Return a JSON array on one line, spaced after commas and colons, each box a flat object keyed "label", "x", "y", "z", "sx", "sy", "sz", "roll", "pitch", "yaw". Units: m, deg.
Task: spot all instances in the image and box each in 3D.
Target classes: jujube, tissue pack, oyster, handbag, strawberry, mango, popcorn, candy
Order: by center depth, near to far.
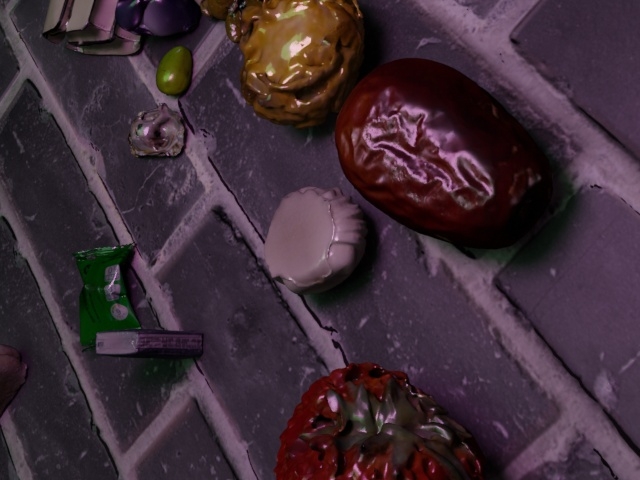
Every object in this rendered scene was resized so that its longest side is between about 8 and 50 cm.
[{"label": "strawberry", "x": 0.070, "y": 0.351, "z": 1.143, "sx": 0.312, "sy": 0.267, "sz": 0.351, "roll": -118, "pitch": 28, "yaw": -60}, {"label": "jujube", "x": 0.166, "y": -0.120, "z": 1.196, "sx": 0.318, "sy": 0.223, "sz": 0.223, "roll": 40, "pitch": 104, "yaw": 34}, {"label": "popcorn", "x": -0.034, "y": -0.312, "z": 1.415, "sx": 0.250, "sy": 0.190, "sz": 0.250, "roll": -17, "pitch": 61, "yaw": 34}, {"label": "tissue pack", "x": -0.300, "y": 0.183, "z": 1.518, "sx": 0.112, "sy": 0.156, "sz": 0.051, "roll": -8, "pitch": 78, "yaw": 37}, {"label": "candy", "x": -0.428, "y": 0.107, "z": 1.694, "sx": 0.141, "sy": 0.078, "sz": 0.203, "roll": -19, "pitch": 72, "yaw": 34}, {"label": "mango", "x": -0.290, "y": -0.339, "z": 1.714, "sx": 0.073, "sy": 0.056, "sz": 0.108, "roll": 9, "pitch": 72, "yaw": 36}, {"label": "oyster", "x": -0.334, "y": -0.217, "z": 1.717, "sx": 0.166, "sy": 0.053, "sz": 0.108, "roll": -2, "pitch": 103, "yaw": 30}, {"label": "handbag", "x": -0.470, "y": -0.595, "z": 1.859, "sx": 0.237, "sy": 0.160, "sz": 0.358, "roll": 10, "pitch": 85, "yaw": 47}]

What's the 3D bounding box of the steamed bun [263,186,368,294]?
[{"label": "steamed bun", "x": 0.000, "y": 0.000, "z": 1.359, "sx": 0.183, "sy": 0.106, "sz": 0.182, "roll": -15, "pitch": 66, "yaw": 37}]

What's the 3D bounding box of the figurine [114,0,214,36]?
[{"label": "figurine", "x": -0.306, "y": -0.473, "z": 1.711, "sx": 0.222, "sy": 0.145, "sz": 0.145, "roll": -19, "pitch": 67, "yaw": 33}]

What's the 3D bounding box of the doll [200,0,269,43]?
[{"label": "doll", "x": -0.139, "y": -0.435, "z": 1.586, "sx": 0.209, "sy": 0.097, "sz": 0.137, "roll": 42, "pitch": 95, "yaw": 28}]

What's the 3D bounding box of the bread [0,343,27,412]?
[{"label": "bread", "x": -0.778, "y": 0.361, "z": 1.845, "sx": 0.102, "sy": 0.183, "sz": 0.337, "roll": 46, "pitch": 108, "yaw": 29}]
